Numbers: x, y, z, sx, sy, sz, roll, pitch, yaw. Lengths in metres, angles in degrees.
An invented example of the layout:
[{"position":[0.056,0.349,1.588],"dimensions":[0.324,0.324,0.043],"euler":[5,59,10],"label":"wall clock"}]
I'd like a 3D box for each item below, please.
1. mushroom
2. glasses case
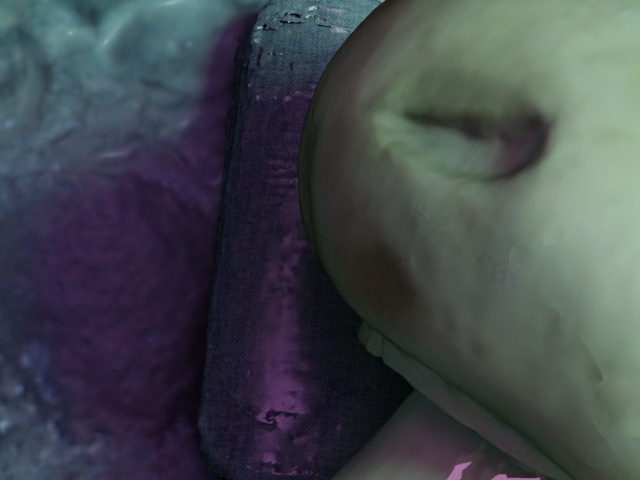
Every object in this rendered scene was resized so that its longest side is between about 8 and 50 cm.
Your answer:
[{"position":[0.141,0.056,0.752],"dimensions":[0.325,0.353,0.353],"euler":[9,70,13],"label":"mushroom"},{"position":[0.000,0.000,0.925],"dimensions":[0.109,0.067,0.283],"euler":[7,73,-7],"label":"glasses case"}]
